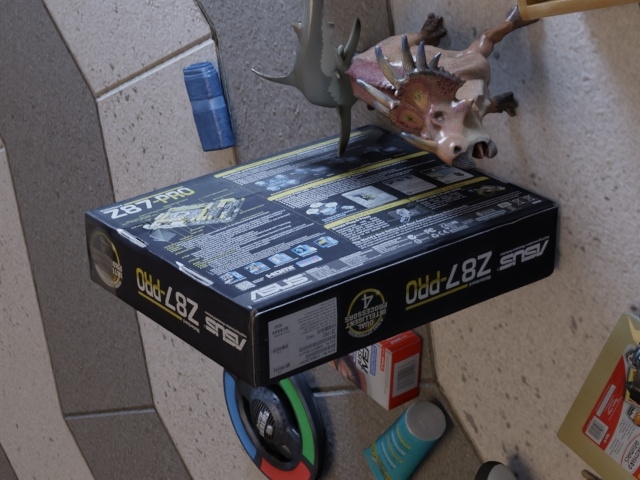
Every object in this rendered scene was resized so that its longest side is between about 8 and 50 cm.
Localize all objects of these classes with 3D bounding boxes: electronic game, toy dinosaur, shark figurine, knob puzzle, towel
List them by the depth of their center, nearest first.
[{"bbox_3d":[0.348,0.189,1.569,0.213,0.030,0.213,11,107,41],"label":"knob puzzle"},{"bbox_3d":[0.094,-0.160,1.596,0.296,0.200,0.127,10,116,54],"label":"toy dinosaur"},{"bbox_3d":[-0.020,-0.201,1.677,0.116,0.166,0.278,7,157,15],"label":"shark figurine"},{"bbox_3d":[-0.148,-0.180,2.107,0.067,0.029,0.119,3,109,56],"label":"towel"},{"bbox_3d":[-0.068,0.247,2.215,0.229,0.048,0.229,32,132,43],"label":"electronic game"}]

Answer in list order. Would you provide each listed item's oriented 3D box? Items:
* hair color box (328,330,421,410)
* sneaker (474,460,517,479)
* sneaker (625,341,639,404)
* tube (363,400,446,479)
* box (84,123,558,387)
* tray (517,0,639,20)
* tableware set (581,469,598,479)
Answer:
[{"bbox_3d":[0.052,0.129,1.964,0.167,0.053,0.093,36,136,43],"label":"hair color box"},{"bbox_3d":[0.259,0.377,1.760,0.145,0.090,0.270,-14,77,37],"label":"sneaker"},{"bbox_3d":[0.344,0.110,1.492,0.085,0.058,0.152,38,130,21],"label":"sneaker"},{"bbox_3d":[0.102,0.265,1.980,0.080,0.052,0.207,67,156,22],"label":"tube"},{"bbox_3d":[0.000,0.000,1.646,0.318,0.395,0.097,29,129,45],"label":"box"},{"bbox_3d":[0.222,-0.412,1.382,0.203,0.076,0.410,0,109,56],"label":"tray"},{"bbox_3d":[0.327,0.333,1.701,0.141,0.020,0.168,29,134,53],"label":"tableware set"}]
